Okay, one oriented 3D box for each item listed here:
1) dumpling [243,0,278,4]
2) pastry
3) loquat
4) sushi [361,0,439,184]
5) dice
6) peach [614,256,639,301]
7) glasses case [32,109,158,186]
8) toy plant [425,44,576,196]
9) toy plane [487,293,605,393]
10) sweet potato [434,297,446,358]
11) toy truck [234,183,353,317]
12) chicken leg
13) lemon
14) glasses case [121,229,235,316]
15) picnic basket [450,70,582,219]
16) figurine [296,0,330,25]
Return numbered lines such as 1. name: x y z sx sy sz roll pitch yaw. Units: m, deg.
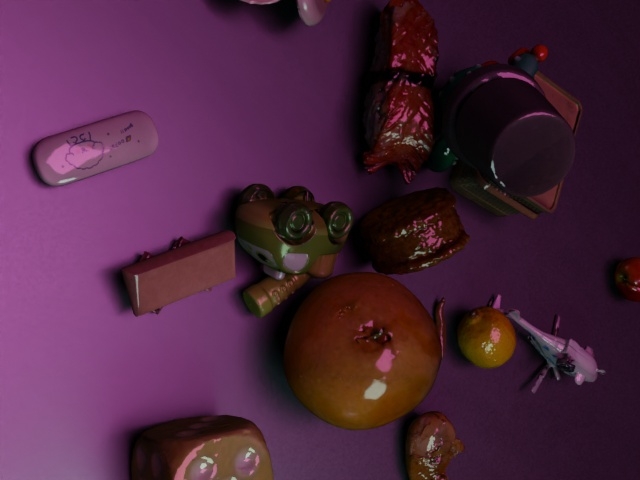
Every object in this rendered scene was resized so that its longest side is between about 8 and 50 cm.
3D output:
1. dumpling: -0.124 -0.494 1.545 0.166 0.126 0.216 -5 105 -10
2. pastry: 0.161 -0.017 1.657 0.188 0.188 0.103 -30 106 -30
3. loquat: 0.065 0.181 1.567 0.263 0.263 0.263 2 87 -33
4. sushi: 0.144 -0.274 1.695 0.124 0.130 0.332 8 78 -14
5. dice: -0.179 0.361 1.432 0.169 0.166 0.169 -6 91 -34
6. peach: 0.686 0.083 2.052 0.100 0.100 0.101 2 87 -33
7. glasses case: -0.333 -0.139 1.422 0.197 0.049 0.076 -23 101 -32
8. toy plant: 0.291 -0.210 1.655 0.185 0.400 0.280 13 113 -17
9. toy plane: 0.457 0.194 1.892 0.182 0.107 0.273 -45 107 -32
10. sweet potato: 0.224 0.165 1.788 0.026 0.026 0.115 5 80 -33
11. toy truck: -0.044 0.009 1.560 0.187 0.148 0.211 -20 120 -35
12. chicken leg: 0.200 0.412 1.734 0.101 0.085 0.208 4 94 -44
13. lemon: 0.312 0.182 1.794 0.109 0.109 0.133 -52 123 -23
14. glasses case: -0.224 0.053 1.486 0.193 0.070 0.103 -22 128 -34
15. picnic basket: 0.379 -0.185 1.834 0.165 0.139 0.267 26 74 -30
16. figurine: 0.044 -0.478 1.587 0.166 0.141 0.250 44 47 -67
